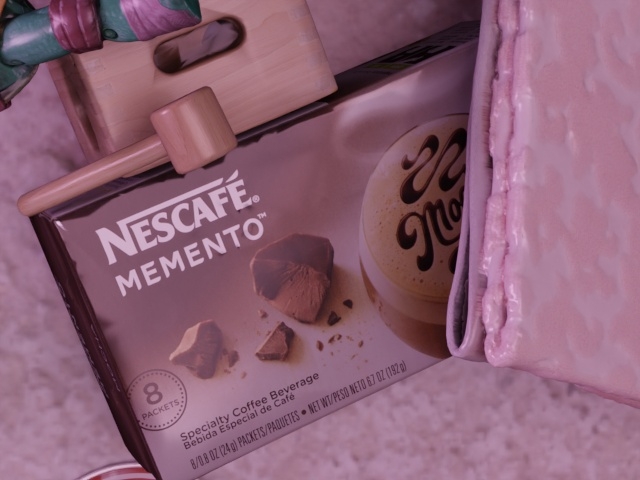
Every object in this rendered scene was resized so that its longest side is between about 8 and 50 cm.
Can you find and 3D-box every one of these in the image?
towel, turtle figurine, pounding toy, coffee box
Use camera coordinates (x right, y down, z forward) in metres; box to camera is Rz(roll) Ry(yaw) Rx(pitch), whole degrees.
[{"bbox_3d":[0.201,-0.062,0.881,0.317,0.053,0.332,16,74,-40],"label":"towel"},{"bbox_3d":[-0.181,-0.107,0.724,0.234,0.118,0.175,-23,79,5],"label":"turtle figurine"},{"bbox_3d":[-0.092,-0.089,0.801,0.181,0.206,0.094,-24,102,-14],"label":"pounding toy"},{"bbox_3d":[0.000,0.000,0.884,0.297,0.119,0.168,-23,103,-14],"label":"coffee box"}]

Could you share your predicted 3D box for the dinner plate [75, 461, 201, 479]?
[{"bbox_3d":[-0.110,0.204,0.908,0.141,0.017,0.141,2,75,-8],"label":"dinner plate"}]
